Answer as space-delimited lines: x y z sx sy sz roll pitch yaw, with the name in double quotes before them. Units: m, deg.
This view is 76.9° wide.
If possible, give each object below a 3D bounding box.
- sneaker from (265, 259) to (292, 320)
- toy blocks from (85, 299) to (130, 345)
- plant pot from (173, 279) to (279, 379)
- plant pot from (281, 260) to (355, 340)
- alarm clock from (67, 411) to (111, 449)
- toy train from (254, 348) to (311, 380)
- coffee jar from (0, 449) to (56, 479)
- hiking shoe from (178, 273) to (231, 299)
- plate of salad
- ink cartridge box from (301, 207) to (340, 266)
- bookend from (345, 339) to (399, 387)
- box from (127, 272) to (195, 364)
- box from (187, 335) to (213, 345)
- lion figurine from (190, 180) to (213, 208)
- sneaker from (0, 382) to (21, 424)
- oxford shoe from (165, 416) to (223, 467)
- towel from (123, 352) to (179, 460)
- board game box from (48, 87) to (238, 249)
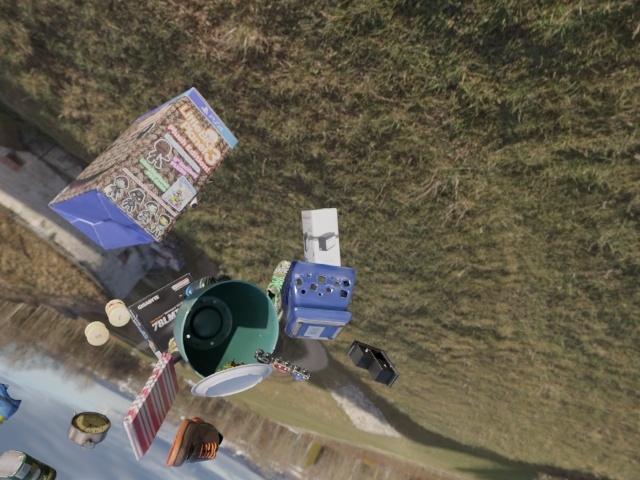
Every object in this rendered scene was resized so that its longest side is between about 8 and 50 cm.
"sneaker" -0.243 0.283 2.277 0.158 0.409 0.182 13 155 9
"toy blocks" -0.609 0.225 1.146 0.148 0.123 0.054 10 140 56
"plant pot" -0.312 0.264 1.239 0.293 0.292 0.235 45 155 -24
"plant pot" -0.014 0.227 1.440 0.236 0.211 0.235 7 145 -12
"alarm clock" -0.810 0.671 1.407 0.130 0.064 0.192 21 180 -30
"toy train" -0.097 0.324 1.036 0.159 0.036 0.027 27 160 -9
"coffee jar" -0.929 0.734 1.276 0.096 0.079 0.184 2 135 12
"hiking shoe" -0.472 0.208 1.730 0.132 0.113 0.304 -17 165 10
"plate of salad" -0.216 0.336 0.993 0.200 0.048 0.199 -15 149 -9
"ink cartridge box" 0.000 0.000 1.965 0.129 0.306 0.223 -5 -175 -15
"bookend" 0.206 0.491 1.610 0.157 0.072 0.156 25 -168 -24
"box" -0.603 0.331 1.701 0.073 0.296 0.293 -29 94 44
"box" -0.436 0.417 1.558 0.181 0.119 0.181 30 148 11
"lion figurine" -0.671 -0.198 1.751 0.240 0.392 0.142 49 172 32
"sneaker" -0.904 0.400 1.074 0.069 0.082 0.209 -20 119 32
"oxford shoe" -0.301 0.500 0.997 0.099 0.096 0.271 20 168 3
"towel" -0.387 0.378 0.931 0.030 0.197 0.144 7 123 6
"board game box" -0.350 -0.139 0.819 0.232 0.290 0.141 -6 135 39
